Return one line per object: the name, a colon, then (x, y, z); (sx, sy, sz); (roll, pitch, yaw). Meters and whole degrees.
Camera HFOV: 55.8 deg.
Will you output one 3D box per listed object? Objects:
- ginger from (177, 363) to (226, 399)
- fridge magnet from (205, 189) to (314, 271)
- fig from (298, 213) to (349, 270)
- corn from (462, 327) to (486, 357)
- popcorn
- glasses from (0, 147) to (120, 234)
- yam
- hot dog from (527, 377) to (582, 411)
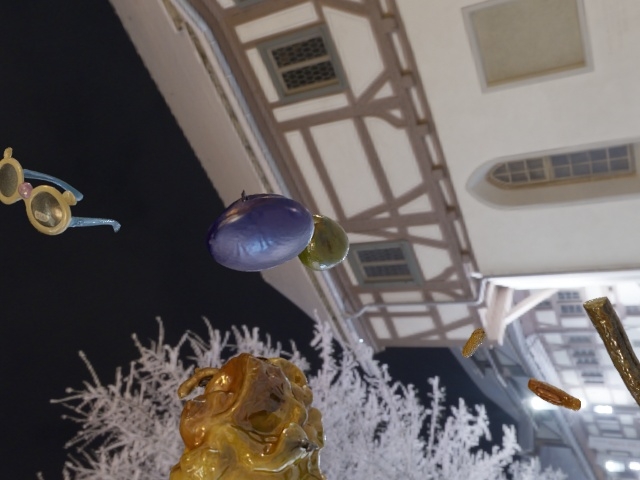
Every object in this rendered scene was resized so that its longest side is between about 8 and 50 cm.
ginger: (-0.218, 0.342, 1.238); (0.176, 0.193, 0.053); (-51, -22, -18)
fridge magnet: (-0.145, -0.018, 1.462); (0.265, 0.265, 0.113); (40, -153, -50)
fig: (0.000, 0.000, 2.009); (0.191, 0.180, 0.181); (69, -148, -46)
corn: (0.323, 0.214, 1.273); (0.028, 0.027, 0.083); (-9, -45, -37)
popcorn: (-0.115, 0.353, 1.046); (0.297, 0.280, 0.316); (2, -103, -52)
glasses: (-0.479, -0.057, 1.112); (0.088, 0.189, 0.220); (-55, -18, -7)
yam: (0.666, 0.254, 1.330); (0.061, 0.061, 0.274); (-17, -99, -59)
hot dog: (0.559, 0.374, 1.453); (0.028, 0.137, 0.044); (-5, -70, -44)
